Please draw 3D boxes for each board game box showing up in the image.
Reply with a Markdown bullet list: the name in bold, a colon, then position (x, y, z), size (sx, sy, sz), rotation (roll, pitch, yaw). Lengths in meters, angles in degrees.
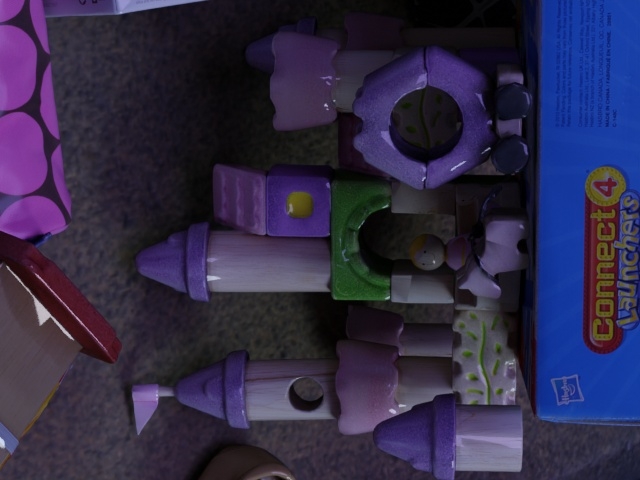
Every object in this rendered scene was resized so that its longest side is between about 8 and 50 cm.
- **board game box**: position (0.172, -0.061, 1.187), size (0.086, 0.302, 0.308), rotation (1, 94, 3)

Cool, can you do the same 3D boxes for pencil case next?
- **pencil case**: position (-0.211, -0.096, 1.150), size (0.098, 0.095, 0.209), rotation (-16, 100, -42)

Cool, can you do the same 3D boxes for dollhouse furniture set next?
- **dollhouse furniture set**: position (-0.186, 0.163, 1.120), size (0.201, 0.152, 0.374), rotation (-56, 140, -20)

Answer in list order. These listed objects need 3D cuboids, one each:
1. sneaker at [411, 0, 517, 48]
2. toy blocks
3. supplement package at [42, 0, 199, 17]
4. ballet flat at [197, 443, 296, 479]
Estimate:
- **sneaker**: position (0.131, -0.221, 1.392), size (0.122, 0.110, 0.283), rotation (-32, 112, -35)
- **toy blocks**: position (0.000, 0.000, 1.224), size (0.260, 0.309, 0.289), rotation (1, 104, 4)
- **supplement package**: position (-0.122, -0.270, 1.177), size (0.139, 0.134, 0.244), rotation (-14, 102, -36)
- **ballet flat**: position (-0.090, 0.243, 1.281), size (0.080, 0.073, 0.232), rotation (38, 71, -33)
